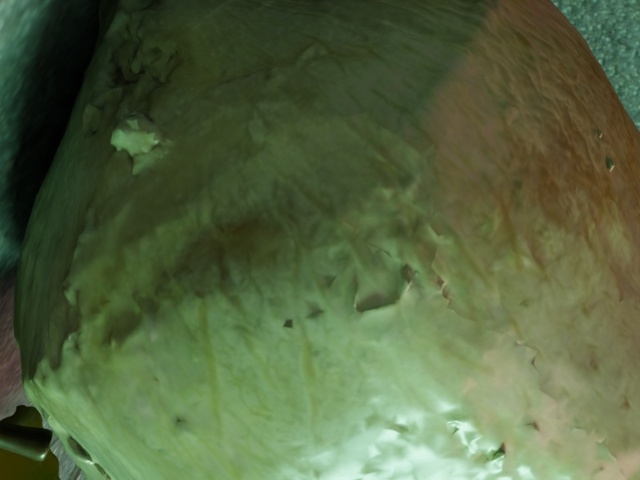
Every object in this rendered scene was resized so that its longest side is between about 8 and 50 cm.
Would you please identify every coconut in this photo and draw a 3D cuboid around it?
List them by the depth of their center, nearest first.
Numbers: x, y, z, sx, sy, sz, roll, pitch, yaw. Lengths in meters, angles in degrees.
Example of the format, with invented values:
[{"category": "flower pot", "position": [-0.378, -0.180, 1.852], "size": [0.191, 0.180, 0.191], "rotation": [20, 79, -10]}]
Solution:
[{"category": "coconut", "position": [0.000, 0.000, 0.693], "size": [0.404, 0.404, 0.404], "rotation": [-56, 174, -8]}]

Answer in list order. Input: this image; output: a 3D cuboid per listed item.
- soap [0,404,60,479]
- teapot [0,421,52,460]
[{"category": "soap", "position": [-0.275, 0.259, 0.700], "size": [0.259, 0.143, 0.281], "rotation": [-41, -176, 28]}, {"category": "teapot", "position": [-0.198, 0.088, 0.641], "size": [0.080, 0.110, 0.085], "rotation": [108, -8, -69]}]
